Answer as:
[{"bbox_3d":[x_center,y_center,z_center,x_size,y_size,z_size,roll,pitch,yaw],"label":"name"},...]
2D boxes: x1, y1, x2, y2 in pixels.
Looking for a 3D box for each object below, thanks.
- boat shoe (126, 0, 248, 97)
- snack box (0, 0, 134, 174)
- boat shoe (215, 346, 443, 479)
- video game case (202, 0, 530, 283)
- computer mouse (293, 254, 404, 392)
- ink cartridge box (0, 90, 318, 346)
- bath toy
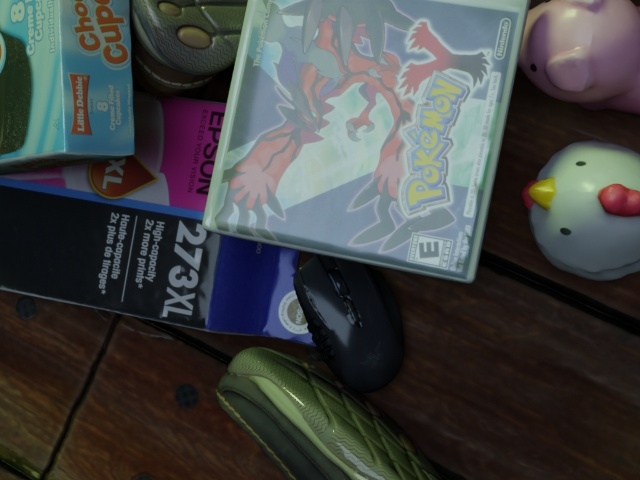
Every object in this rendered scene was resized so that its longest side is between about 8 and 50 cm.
[{"bbox_3d":[-0.106,-0.259,0.671,0.123,0.116,0.325,16,66,-23],"label":"boat shoe"},{"bbox_3d":[-0.214,-0.212,0.613,0.187,0.060,0.322,-2,91,43],"label":"snack box"},{"bbox_3d":[0.045,0.223,0.596,0.355,0.132,0.130,43,96,14],"label":"boat shoe"},{"bbox_3d":[0.029,-0.087,0.566,0.183,0.023,0.202,11,89,11],"label":"video game case"},{"bbox_3d":[0.000,0.000,0.641,0.071,0.041,0.242,-25,93,-10],"label":"computer mouse"},{"bbox_3d":[-0.157,-0.030,0.703,0.370,0.069,0.176,10,88,12],"label":"ink cartridge box"},{"bbox_3d":[0.199,-0.148,0.586,0.151,0.129,0.349,7,88,14],"label":"bath toy"}]
